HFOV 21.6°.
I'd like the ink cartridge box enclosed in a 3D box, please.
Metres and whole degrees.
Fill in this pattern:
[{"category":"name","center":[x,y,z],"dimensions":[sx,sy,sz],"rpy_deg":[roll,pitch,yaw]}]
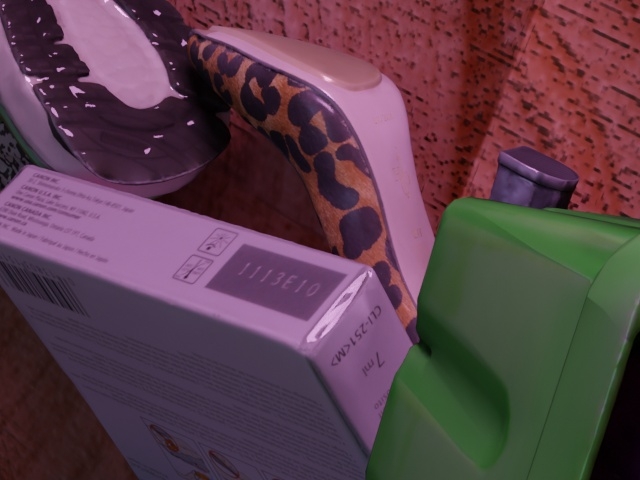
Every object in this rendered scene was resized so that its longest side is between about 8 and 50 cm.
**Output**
[{"category":"ink cartridge box","center":[-0.041,0.086,0.894],"dimensions":[0.275,0.060,0.239],"rpy_deg":[16,146,43]}]

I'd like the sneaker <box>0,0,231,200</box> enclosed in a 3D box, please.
[{"category":"sneaker","center":[-0.220,-0.141,1.051],"dimensions":[0.410,0.158,0.182],"rpy_deg":[57,135,27]}]

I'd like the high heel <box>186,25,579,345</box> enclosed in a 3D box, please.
[{"category":"high heel","center":[0.000,0.000,0.901],"dimensions":[0.261,0.093,0.186],"rpy_deg":[30,111,32]}]

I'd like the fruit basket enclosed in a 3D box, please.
[{"category":"fruit basket","center":[0.185,0.184,0.629],"dimensions":[0.392,0.283,0.392],"rpy_deg":[-13,74,55]}]
